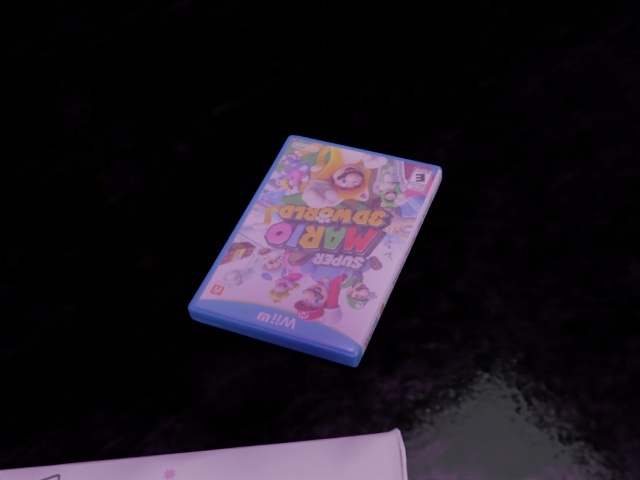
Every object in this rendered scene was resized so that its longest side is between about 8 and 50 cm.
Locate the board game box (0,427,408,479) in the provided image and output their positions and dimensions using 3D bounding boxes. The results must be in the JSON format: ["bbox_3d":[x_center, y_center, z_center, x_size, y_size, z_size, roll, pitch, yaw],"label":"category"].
[{"bbox_3d":[-0.107,0.186,0.389,0.303,0.224,0.097,-6,48,3],"label":"board game box"}]

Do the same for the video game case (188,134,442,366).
[{"bbox_3d":[0.000,0.000,0.659,0.119,0.015,0.166,14,55,19],"label":"video game case"}]
